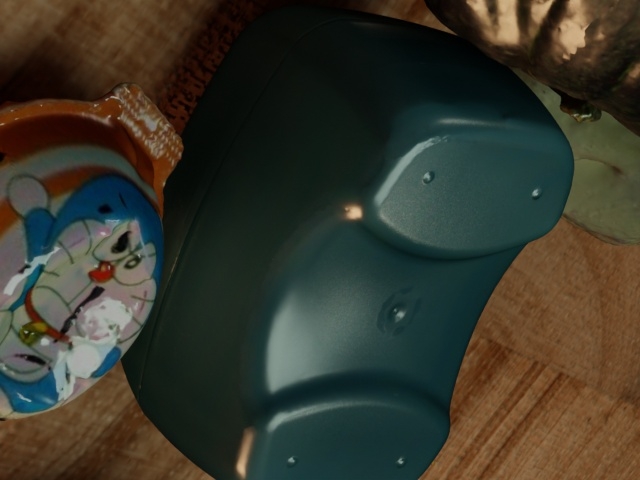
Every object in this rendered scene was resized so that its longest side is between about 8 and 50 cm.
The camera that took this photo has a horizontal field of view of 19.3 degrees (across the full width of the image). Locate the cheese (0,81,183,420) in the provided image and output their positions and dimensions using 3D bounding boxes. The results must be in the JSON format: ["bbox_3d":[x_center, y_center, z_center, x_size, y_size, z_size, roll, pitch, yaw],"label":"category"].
[{"bbox_3d":[-0.199,0.048,0.992,0.329,0.129,0.217,-46,146,-9],"label":"cheese"}]

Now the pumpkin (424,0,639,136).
[{"bbox_3d":[0.181,-0.199,1.050,0.323,0.323,0.241,4,130,-52],"label":"pumpkin"}]

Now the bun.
[{"bbox_3d":[0.244,-0.117,1.347,0.273,0.168,0.273,-26,131,-33],"label":"bun"}]

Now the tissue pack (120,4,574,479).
[{"bbox_3d":[0.000,0.000,1.135,0.198,0.206,0.287,4,117,-42],"label":"tissue pack"}]

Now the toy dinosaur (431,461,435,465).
[{"bbox_3d":[-0.023,0.255,1.468,0.288,0.070,0.117,-37,155,-15],"label":"toy dinosaur"}]
